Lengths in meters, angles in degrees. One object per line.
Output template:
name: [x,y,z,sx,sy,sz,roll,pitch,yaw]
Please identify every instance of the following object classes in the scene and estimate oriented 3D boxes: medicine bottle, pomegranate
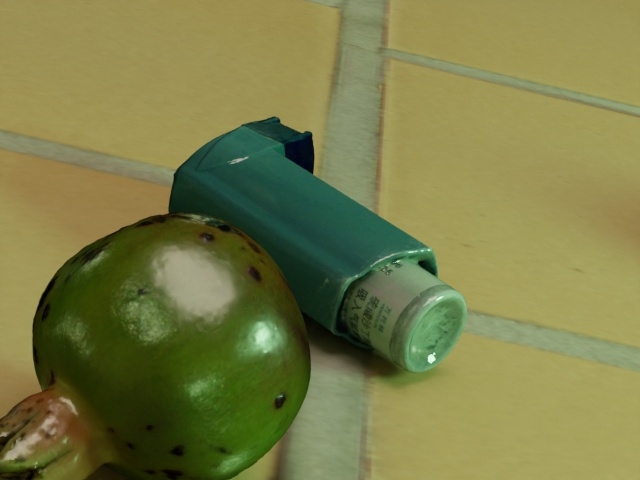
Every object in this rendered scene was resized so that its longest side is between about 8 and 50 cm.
medicine bottle: [0.000,0.000,1.214,0.124,0.079,0.258,-10,34,-43]
pomegranate: [-0.098,0.071,0.943,0.205,0.159,0.159,-36,50,-29]
